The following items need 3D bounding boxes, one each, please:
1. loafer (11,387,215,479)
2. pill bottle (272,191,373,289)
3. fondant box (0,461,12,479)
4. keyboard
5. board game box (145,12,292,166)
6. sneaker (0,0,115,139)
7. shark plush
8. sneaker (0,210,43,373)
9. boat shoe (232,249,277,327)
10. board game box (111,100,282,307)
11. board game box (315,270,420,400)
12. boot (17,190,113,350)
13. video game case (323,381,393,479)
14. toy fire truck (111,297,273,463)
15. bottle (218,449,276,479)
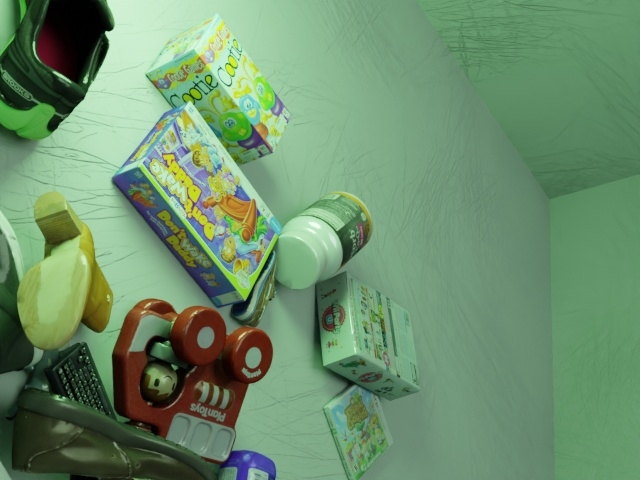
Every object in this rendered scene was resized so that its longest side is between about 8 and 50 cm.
[{"bbox_3d":[-0.317,0.340,1.210,0.366,0.134,0.130,36,66,-37],"label":"loafer"},{"bbox_3d":[0.000,0.000,1.853,0.278,0.162,0.162,-40,110,-55],"label":"pill bottle"},{"bbox_3d":[-0.466,0.444,1.015,0.330,0.096,0.238,64,34,-12],"label":"fondant box"},{"bbox_3d":[-0.374,0.256,1.240,0.108,0.023,0.180,-41,131,-40],"label":"keyboard"},{"bbox_3d":[-0.209,-0.308,1.694,0.275,0.144,0.142,52,39,-29],"label":"board game box"},{"bbox_3d":[-0.421,-0.395,1.359,0.185,0.202,0.483,28,54,-49],"label":"sneaker"},{"bbox_3d":[-0.436,0.206,1.233,0.067,0.073,0.161,35,62,-13],"label":"shark plush"},{"bbox_3d":[-0.500,0.063,1.123,0.147,0.104,0.296,-32,107,-62],"label":"sneaker"},{"bbox_3d":[-0.132,0.103,1.708,0.066,0.066,0.183,52,48,-37],"label":"boat shoe"},{"bbox_3d":[-0.234,-0.070,1.610,0.347,0.078,0.233,55,37,-27],"label":"board game box"},{"bbox_3d":[0.120,0.238,1.964,0.303,0.097,0.224,36,39,-45],"label":"board game box"},{"bbox_3d":[-0.367,0.088,1.214,0.211,0.104,0.295,78,-3,-49],"label":"boot"},{"bbox_3d":[0.096,0.445,1.925,0.212,0.023,0.193,-25,97,-57],"label":"video game case"},{"bbox_3d":[-0.238,0.249,1.406,0.302,0.169,0.254,31,70,-46],"label":"toy fire truck"},{"bbox_3d":[-0.145,0.533,1.456,0.118,0.092,0.283,47,41,-50],"label":"bottle"}]
